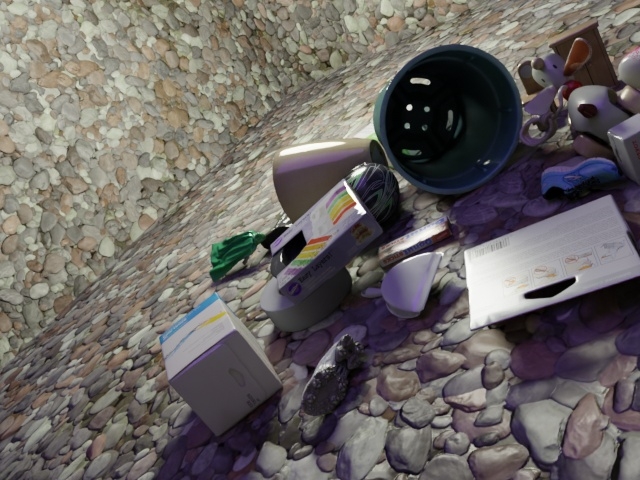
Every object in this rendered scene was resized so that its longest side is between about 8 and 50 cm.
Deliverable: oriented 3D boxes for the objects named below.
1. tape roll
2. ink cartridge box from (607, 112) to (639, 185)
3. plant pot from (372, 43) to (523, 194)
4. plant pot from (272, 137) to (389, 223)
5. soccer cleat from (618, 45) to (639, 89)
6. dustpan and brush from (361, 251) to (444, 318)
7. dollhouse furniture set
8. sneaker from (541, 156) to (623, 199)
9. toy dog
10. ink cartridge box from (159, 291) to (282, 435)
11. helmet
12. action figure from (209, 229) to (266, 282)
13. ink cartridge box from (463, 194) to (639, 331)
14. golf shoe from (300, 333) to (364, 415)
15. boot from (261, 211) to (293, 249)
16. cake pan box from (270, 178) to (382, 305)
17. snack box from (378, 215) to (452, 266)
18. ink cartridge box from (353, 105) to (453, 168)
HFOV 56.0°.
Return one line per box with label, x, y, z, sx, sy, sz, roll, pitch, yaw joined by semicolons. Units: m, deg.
tape roll;-0.036;0.116;1.431;0.219;0.072;0.219;-29;24;14
ink cartridge box;0.611;-0.182;1.075;0.150;0.109;0.063;-30;26;12
plant pot;0.288;-0.311;1.546;0.341;0.341;0.334;-34;14;3
plant pot;0.046;-0.188;1.713;0.274;0.256;0.256;-16;28;28
soccer cleat;0.710;-0.296;1.089;0.331;0.116;0.143;8;63;38
dustpan and brush;0.155;0.098;1.238;0.211;0.060;0.147;-3;51;42
dollhouse furniture set;0.582;-0.336;1.342;0.303;0.174;0.356;-21;26;31
sneaker;0.505;-0.109;1.168;0.162;0.063;0.073;-12;49;51
toy dog;0.512;-0.292;1.228;0.333;0.161;0.220;39;109;56
ink cartridge box;-0.218;0.254;1.277;0.168;0.171;0.232;-38;22;-7
helmet;0.125;-0.115;1.556;0.161;0.169;0.169;-34;19;35
action figure;-0.254;0.031;1.869;0.232;0.063;0.137;-29;60;35
ink cartridge box;0.380;0.051;0.999;0.275;0.060;0.239;-24;26;24
golf shoe;0.014;0.257;1.117;0.176;0.069;0.086;-48;5;-35
boot;-0.080;-0.064;1.874;0.189;0.076;0.208;-9;27;43
cake pan box;0.000;0.000;1.382;0.267;0.070;0.246;-41;22;10
snack box;0.214;0.003;1.373;0.178;0.022;0.064;-27;22;20
ink cartridge box;0.270;-0.357;1.895;0.273;0.115;0.198;-39;23;-9
